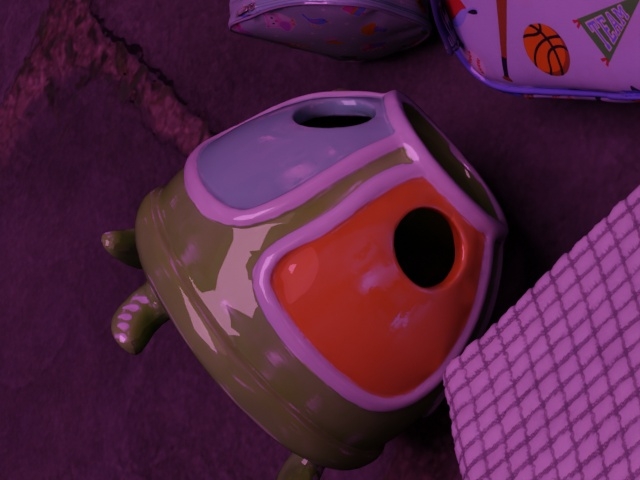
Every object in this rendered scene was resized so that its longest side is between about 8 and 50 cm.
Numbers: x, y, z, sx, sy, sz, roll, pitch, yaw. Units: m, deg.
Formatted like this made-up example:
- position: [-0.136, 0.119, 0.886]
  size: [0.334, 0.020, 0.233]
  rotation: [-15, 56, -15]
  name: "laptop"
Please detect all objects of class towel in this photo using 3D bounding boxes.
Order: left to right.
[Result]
- position: [0.209, 0.097, 1.152]
  size: [0.283, 0.121, 0.235]
  rotation: [-46, 28, 25]
  name: "towel"

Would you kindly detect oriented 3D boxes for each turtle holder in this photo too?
- position: [0.011, 0.015, 1.378]
  size: [0.227, 0.320, 0.243]
  rotation: [-42, 84, 12]
  name: "turtle holder"

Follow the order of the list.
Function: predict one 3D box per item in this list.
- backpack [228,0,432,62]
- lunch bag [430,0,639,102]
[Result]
- position: [0.022, -0.214, 1.453]
  size: [0.188, 0.166, 0.144]
  rotation: [-23, 63, 43]
  name: "backpack"
- position: [0.168, -0.209, 1.246]
  size: [0.303, 0.243, 0.115]
  rotation: [7, 38, 48]
  name: "lunch bag"
